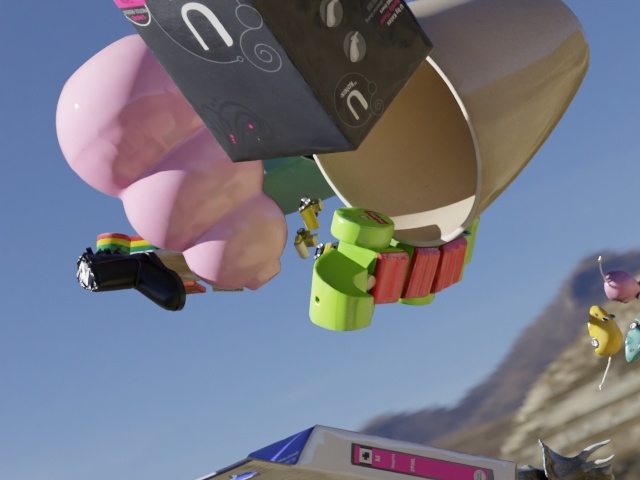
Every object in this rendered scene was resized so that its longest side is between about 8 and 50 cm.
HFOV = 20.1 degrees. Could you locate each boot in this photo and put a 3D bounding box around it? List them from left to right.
[{"bbox_3d":[-0.225,0.047,2.125,0.099,0.121,0.045,-2,-60,-34],"label":"boot"}]

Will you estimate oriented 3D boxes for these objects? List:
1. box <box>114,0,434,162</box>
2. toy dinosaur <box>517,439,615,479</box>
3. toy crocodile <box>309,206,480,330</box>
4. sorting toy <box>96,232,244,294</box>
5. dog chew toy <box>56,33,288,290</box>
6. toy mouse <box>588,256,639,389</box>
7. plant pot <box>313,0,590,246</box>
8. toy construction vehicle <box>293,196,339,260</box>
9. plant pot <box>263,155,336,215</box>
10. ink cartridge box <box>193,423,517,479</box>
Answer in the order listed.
[{"bbox_3d":[-0.058,-0.211,1.517,0.165,0.270,0.143,-3,42,48],"label":"box"},{"bbox_3d":[0.238,0.357,2.378,0.313,0.121,0.160,-18,-51,-33],"label":"toy dinosaur"},{"bbox_3d":[0.089,0.025,1.986,0.105,0.115,0.340,22,19,29],"label":"toy crocodile"},{"bbox_3d":[-0.196,0.022,2.537,0.132,0.046,0.274,-7,-18,21],"label":"sorting toy"},{"bbox_3d":[-0.164,-0.082,2.153,0.206,0.332,0.206,-37,-3,-2],"label":"dog chew toy"},{"bbox_3d":[0.389,0.092,2.245,0.143,0.161,0.031,-13,3,-40],"label":"toy mouse"},{"bbox_3d":[0.162,-0.167,1.961,0.274,0.256,0.256,-32,-3,-35],"label":"plant pot"},{"bbox_3d":[0.000,0.000,2.236,0.035,0.086,0.098,-16,27,19],"label":"toy construction vehicle"},{"bbox_3d":[-0.096,-0.115,2.360,0.234,0.165,0.166,-27,-23,24],"label":"plant pot"},{"bbox_3d":[0.040,0.286,2.191,0.371,0.069,0.176,12,-22,-27],"label":"ink cartridge box"}]
